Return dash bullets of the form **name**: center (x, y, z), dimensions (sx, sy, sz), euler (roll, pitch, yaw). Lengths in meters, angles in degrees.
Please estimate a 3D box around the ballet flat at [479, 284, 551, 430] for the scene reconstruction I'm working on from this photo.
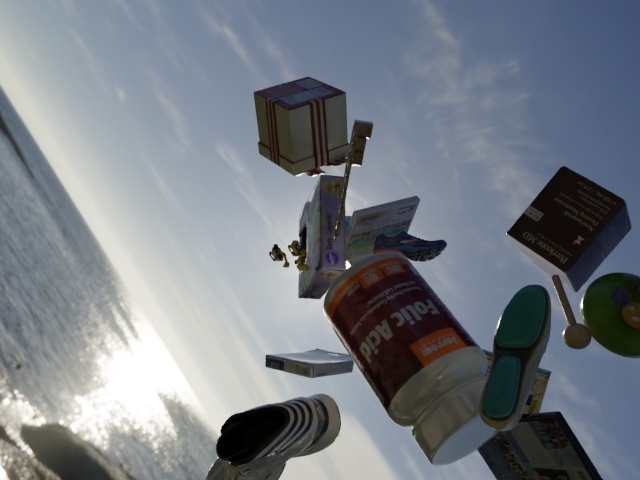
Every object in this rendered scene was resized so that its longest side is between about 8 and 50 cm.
- **ballet flat**: center (0.316, 0.190, 1.015), dimensions (0.086, 0.248, 0.086), euler (24, -23, 11)

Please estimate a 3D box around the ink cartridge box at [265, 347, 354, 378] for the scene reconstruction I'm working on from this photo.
- **ink cartridge box**: center (-0.016, 0.374, 1.938), dimensions (0.223, 0.224, 0.045), euler (0, -92, 47)

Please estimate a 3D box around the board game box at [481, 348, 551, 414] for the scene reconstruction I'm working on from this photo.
- **board game box**: center (0.438, 0.406, 1.727), dimensions (0.318, 0.046, 0.213), euler (16, -78, 23)

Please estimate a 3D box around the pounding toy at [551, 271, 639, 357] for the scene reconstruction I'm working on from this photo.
- **pounding toy**: center (0.601, 0.129, 1.258), dimensions (0.110, 0.237, 0.182), euler (93, -2, -62)

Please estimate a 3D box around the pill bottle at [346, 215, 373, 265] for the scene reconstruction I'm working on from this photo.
- **pill bottle**: center (0.126, -0.004, 2.481), dimensions (0.264, 0.146, 0.146), euler (51, -15, 54)

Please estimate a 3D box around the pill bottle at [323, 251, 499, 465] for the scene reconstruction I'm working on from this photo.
- **pill bottle**: center (0.187, 0.227, 1.267), dimensions (0.392, 0.224, 0.224), euler (54, -16, 36)

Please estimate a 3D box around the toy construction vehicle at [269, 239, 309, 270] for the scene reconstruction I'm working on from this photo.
- **toy construction vehicle**: center (-0.070, 0.033, 1.493), dimensions (0.086, 0.035, 0.098), euler (-3, -39, 25)

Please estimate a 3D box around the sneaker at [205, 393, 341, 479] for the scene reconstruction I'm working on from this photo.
- **sneaker**: center (-0.188, 0.490, 1.489), dimensions (0.258, 0.447, 0.169), euler (18, 38, -47)

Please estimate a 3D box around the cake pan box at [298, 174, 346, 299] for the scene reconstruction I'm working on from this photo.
- **cake pan box**: center (0.000, 0.000, 1.586), dimensions (0.267, 0.070, 0.245), euler (126, -32, -66)

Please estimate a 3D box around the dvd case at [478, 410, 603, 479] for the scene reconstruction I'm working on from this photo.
- **dvd case**: center (0.443, 0.448, 1.358), dimensions (0.253, 0.022, 0.180), euler (-24, -79, 49)

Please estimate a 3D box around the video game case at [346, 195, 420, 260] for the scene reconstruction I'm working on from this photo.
- **video game case**: center (0.179, -0.035, 1.926), dimensions (0.026, 0.227, 0.206), euler (57, -31, 34)

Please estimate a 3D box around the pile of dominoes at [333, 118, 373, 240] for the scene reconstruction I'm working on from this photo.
- **pile of dominoes**: center (0.068, -0.122, 1.323), dimensions (0.196, 0.040, 0.251), euler (-81, -179, -73)

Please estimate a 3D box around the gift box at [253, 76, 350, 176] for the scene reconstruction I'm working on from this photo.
- **gift box**: center (-0.038, -0.361, 2.056), dimensions (0.255, 0.277, 0.258), euler (42, -36, 48)

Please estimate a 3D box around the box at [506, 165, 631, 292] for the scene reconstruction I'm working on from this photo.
- **box**: center (0.572, -0.024, 1.455), dimensions (0.168, 0.203, 0.167), euler (41, 3, 35)

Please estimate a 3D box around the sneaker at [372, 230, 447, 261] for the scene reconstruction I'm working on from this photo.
- **sneaker**: center (0.261, 0.010, 1.857), dimensions (0.083, 0.222, 0.087), euler (97, -10, -65)
